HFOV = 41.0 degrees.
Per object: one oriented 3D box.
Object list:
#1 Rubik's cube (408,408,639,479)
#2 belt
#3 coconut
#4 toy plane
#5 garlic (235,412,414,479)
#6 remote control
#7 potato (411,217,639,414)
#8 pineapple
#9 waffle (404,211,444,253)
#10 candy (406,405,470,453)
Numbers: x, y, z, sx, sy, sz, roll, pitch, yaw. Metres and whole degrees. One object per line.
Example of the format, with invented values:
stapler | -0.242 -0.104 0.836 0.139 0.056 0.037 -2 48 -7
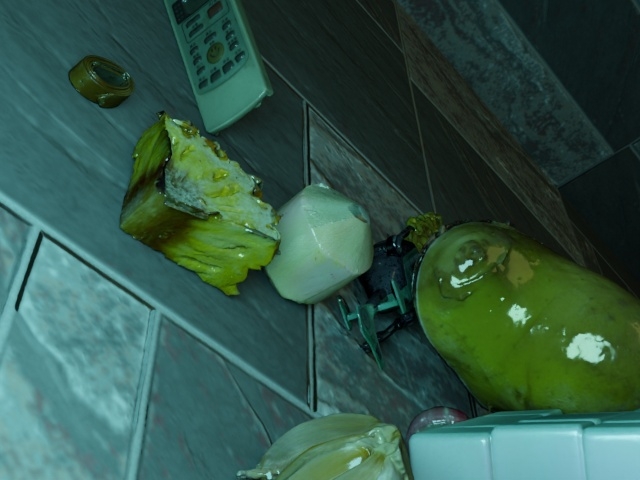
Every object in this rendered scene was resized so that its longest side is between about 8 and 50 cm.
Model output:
Rubik's cube | 0.319 0.370 1.032 0.321 0.315 0.319 10 73 -59
belt | -0.269 -0.196 1.061 0.083 0.036 0.059 11 52 -55
coconut | 0.000 0.000 1.178 0.147 0.152 0.147 41 27 -27
toy plane | 0.110 0.077 1.363 0.155 0.106 0.381 68 19 -4
garlic | 0.017 0.275 0.879 0.229 0.177 0.143 -102 171 -71
remote control | -0.157 -0.295 1.282 0.038 0.123 0.286 22 44 -53
potato | 0.374 0.124 1.276 0.290 0.296 0.397 -42 111 -28
pineapple | -0.157 -0.045 1.029 0.236 0.114 0.186 48 25 5
waffle | 0.248 0.058 1.680 0.254 0.052 0.245 53 28 -8
candy | 0.173 0.284 1.217 0.103 0.103 0.043 49 20 -17
